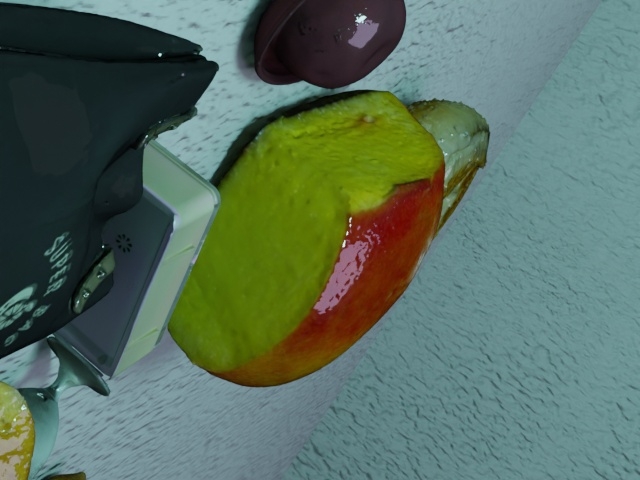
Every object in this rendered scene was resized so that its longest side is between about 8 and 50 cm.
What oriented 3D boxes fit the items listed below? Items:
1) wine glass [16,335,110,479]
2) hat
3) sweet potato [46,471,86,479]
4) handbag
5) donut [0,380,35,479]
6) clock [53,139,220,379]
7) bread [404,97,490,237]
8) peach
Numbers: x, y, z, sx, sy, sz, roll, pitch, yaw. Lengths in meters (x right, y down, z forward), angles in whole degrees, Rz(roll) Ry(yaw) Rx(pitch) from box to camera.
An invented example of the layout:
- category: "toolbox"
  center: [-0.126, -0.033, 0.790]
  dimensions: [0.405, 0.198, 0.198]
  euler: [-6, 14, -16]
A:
- category: "wine glass"
  center: [-0.311, 0.197, 1.091]
  dimensions: [0.202, 0.093, 0.093]
  euler: [-49, 165, -24]
- category: "hat"
  center: [0.026, -0.211, 1.102]
  dimensions: [0.205, 0.089, 0.205]
  euler: [-34, 165, -10]
- category: "sweet potato"
  center: [-0.389, 0.406, 1.350]
  dimensions: [0.292, 0.097, 0.097]
  euler: [-44, 163, -27]
- category: "handbag"
  center: [-0.215, -0.012, 0.719]
  dimensions: [0.288, 0.152, 0.342]
  euler: [-24, 155, -49]
- category: "donut"
  center: [-0.340, 0.197, 0.956]
  dimensions: [0.174, 0.074, 0.190]
  euler: [-10, 114, -46]
- category: "clock"
  center: [-0.181, 0.004, 0.927]
  dimensions: [0.071, 0.147, 0.192]
  euler: [-33, 155, -52]
- category: "bread"
  center: [0.127, -0.086, 1.651]
  dimensions: [0.305, 0.158, 0.305]
  euler: [-44, 162, -19]
- category: "peach"
  center: [0.000, 0.000, 1.305]
  dimensions: [0.380, 0.242, 0.306]
  euler: [-55, 161, 9]
